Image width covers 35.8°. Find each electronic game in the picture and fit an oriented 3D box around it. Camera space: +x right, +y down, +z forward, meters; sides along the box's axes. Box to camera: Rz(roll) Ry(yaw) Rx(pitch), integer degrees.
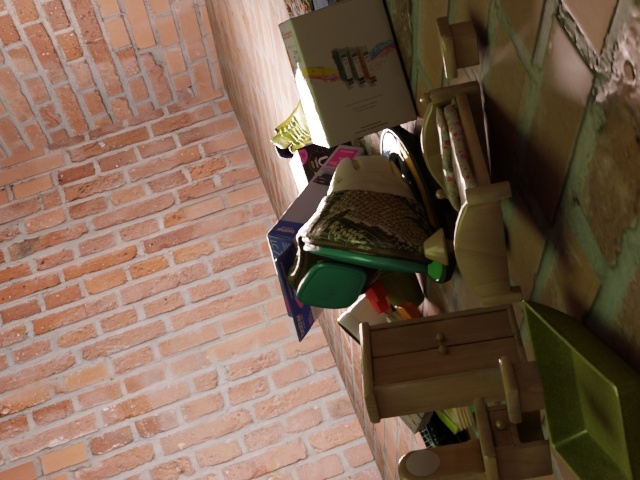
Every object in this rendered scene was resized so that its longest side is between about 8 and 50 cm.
[{"bbox_3d":[0.132,-0.050,1.366,0.229,0.048,0.229,160,90,-83],"label":"electronic game"}]

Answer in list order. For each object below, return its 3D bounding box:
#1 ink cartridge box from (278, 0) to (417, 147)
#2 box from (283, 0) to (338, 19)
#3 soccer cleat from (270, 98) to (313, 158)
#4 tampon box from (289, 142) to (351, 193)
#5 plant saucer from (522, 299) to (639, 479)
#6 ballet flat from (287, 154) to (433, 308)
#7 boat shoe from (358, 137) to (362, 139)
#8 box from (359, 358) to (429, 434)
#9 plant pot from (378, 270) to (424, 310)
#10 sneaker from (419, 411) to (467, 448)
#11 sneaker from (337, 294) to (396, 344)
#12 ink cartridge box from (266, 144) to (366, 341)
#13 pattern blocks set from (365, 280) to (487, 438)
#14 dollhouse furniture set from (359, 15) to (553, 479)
[{"bbox_3d":[0.033,-0.228,1.324,0.128,0.127,0.176,-139,31,-77],"label":"ink cartridge box"},{"bbox_3d":[-0.021,-0.401,1.618,0.233,0.044,0.159,-119,12,-55],"label":"box"},{"bbox_3d":[-0.037,-0.214,1.933,0.289,0.121,0.093,113,137,-80],"label":"soccer cleat"},{"bbox_3d":[0.013,-0.120,1.881,0.161,0.101,0.120,141,110,-83],"label":"tampon box"},{"bbox_3d":[0.263,0.164,0.932,0.188,0.045,0.188,-123,16,-65],"label":"plant saucer"},{"bbox_3d":[0.046,-0.020,1.365,0.483,0.164,0.182,136,144,-76],"label":"ballet flat"},{"bbox_3d":[0.033,-0.230,1.620,0.049,0.056,0.152,100,150,-66],"label":"boat shoe"},{"bbox_3d":[0.124,0.229,1.591,0.145,0.038,0.186,48,167,16],"label":"box"},{"bbox_3d":[0.131,0.075,1.632,0.079,0.083,0.083,60,176,-13],"label":"plant pot"},{"bbox_3d":[0.206,0.317,1.696,0.232,0.081,0.090,67,169,-19],"label":"sneaker"},{"bbox_3d":[0.147,0.178,1.775,0.106,0.123,0.290,36,171,40],"label":"sneaker"},{"bbox_3d":[0.000,0.000,1.675,0.311,0.065,0.186,-56,-35,-41],"label":"ink cartridge box"},{"bbox_3d":[0.165,0.197,1.531,0.325,0.026,0.285,39,159,57],"label":"pattern blocks set"},{"bbox_3d":[0.101,0.018,0.964,0.303,0.174,0.355,-93,-10,-53],"label":"dollhouse furniture set"}]
